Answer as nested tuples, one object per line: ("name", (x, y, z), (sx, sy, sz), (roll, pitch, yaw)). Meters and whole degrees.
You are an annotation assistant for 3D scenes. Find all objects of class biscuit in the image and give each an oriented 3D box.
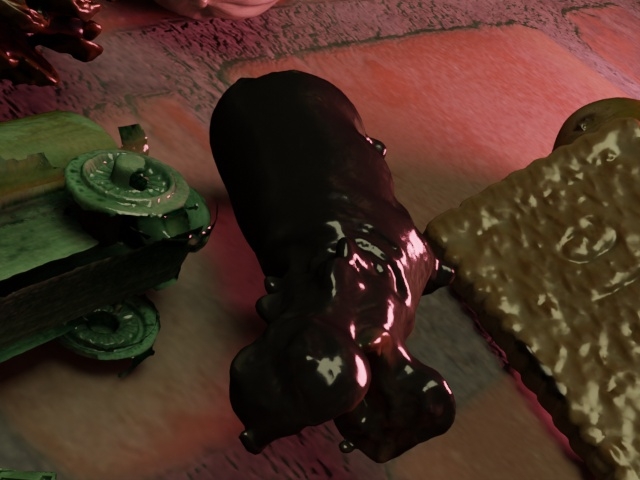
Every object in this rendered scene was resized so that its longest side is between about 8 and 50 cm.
("biscuit", (0.239, 0.056, 0.685), (0.217, 0.044, 0.325), (-29, 54, -7))

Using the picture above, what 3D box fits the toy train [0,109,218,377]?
("toy train", (-0.195, -0.001, 0.476), (0.189, 0.126, 0.307), (41, 38, 19))

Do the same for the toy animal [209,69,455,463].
("toy animal", (0.012, 0.012, 0.574), (0.168, 0.106, 0.343), (40, 20, -31))

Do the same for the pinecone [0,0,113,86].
("pinecone", (-0.253, -0.225, 0.627), (0.243, 0.243, 0.257), (-2, 86, -36))

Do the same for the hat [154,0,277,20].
("hat", (-0.123, -0.303, 0.899), (0.232, 0.161, 0.275), (22, 10, -27))

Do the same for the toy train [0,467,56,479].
("toy train", (-0.140, 0.143, 0.391), (0.038, 0.056, 0.093), (8, 37, 1))

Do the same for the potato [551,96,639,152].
("potato", (0.297, -0.043, 0.852), (0.155, 0.137, 0.200), (11, 38, -23))
